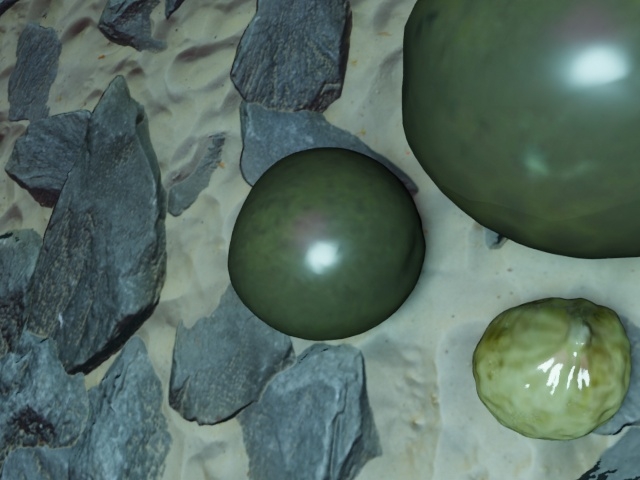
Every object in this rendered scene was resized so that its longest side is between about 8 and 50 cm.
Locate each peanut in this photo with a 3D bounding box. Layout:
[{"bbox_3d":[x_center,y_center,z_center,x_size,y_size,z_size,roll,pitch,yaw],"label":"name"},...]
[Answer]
[{"bbox_3d":[0.230,0.128,0.723,0.159,0.109,0.140,-12,48,37],"label":"peanut"}]

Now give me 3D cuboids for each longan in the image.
[{"bbox_3d":[0.266,-0.151,0.712,0.405,0.405,0.335,10,106,33],"label":"longan"},{"bbox_3d":[0.000,0.000,0.850,0.248,0.248,0.248,-13,59,23],"label":"longan"}]
